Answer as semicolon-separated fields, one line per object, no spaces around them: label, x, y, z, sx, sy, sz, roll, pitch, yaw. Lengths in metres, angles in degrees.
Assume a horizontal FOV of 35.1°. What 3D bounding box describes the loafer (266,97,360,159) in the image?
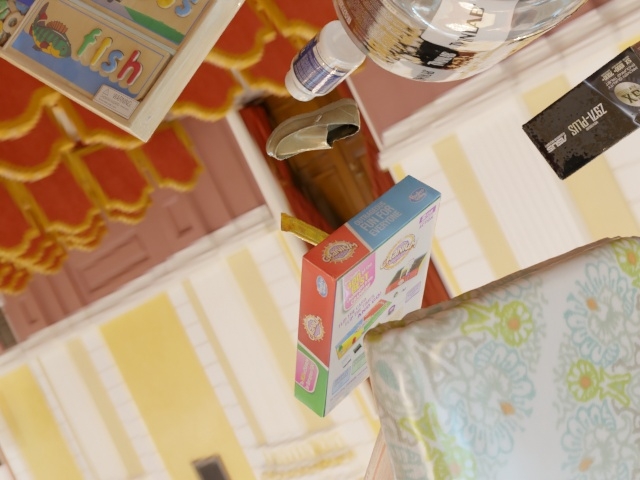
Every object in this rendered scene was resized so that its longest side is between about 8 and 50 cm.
loafer;-0.008;-0.154;1.446;0.148;0.050;0.056;-28;147;-2

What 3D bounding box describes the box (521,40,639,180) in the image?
box;0.328;-0.155;1.133;0.147;0.077;0.180;-38;177;33

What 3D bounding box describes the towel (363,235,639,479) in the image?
towel;0.226;0.187;1.003;0.374;0.321;0.090;-18;-175;-32

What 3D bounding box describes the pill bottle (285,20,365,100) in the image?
pill bottle;0.003;-0.229;1.315;0.067;0.067;0.120;-25;175;-36

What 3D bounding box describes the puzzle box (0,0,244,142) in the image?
puzzle box;-0.339;-0.349;1.568;0.272;0.409;0.052;-57;150;-6

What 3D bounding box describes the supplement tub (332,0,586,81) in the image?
supplement tub;0.109;-0.231;0.764;0.193;0.194;0.316;-26;-177;-1

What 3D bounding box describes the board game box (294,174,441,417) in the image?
board game box;0.068;0.087;1.519;0.242;0.064;0.316;-37;148;-34

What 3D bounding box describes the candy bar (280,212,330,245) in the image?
candy bar;0.000;0.000;1.684;0.018;0.161;0.040;-40;-145;35

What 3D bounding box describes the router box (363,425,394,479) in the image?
router box;0.147;0.413;1.582;0.082;0.335;0.301;7;-146;-10

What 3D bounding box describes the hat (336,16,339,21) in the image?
hat;0.188;-0.379;1.525;0.331;0.134;0.331;-36;-175;4
